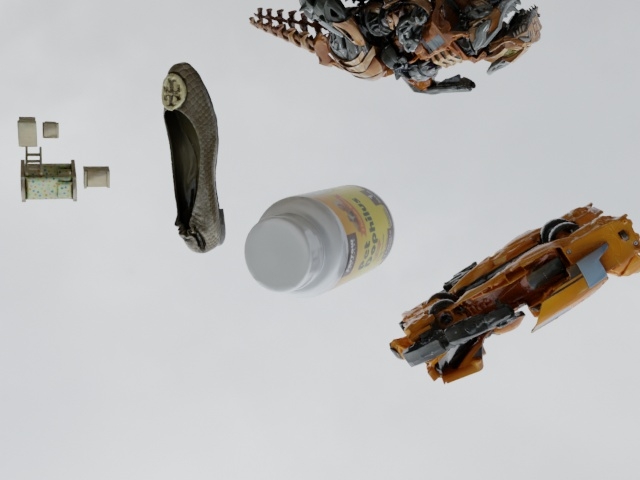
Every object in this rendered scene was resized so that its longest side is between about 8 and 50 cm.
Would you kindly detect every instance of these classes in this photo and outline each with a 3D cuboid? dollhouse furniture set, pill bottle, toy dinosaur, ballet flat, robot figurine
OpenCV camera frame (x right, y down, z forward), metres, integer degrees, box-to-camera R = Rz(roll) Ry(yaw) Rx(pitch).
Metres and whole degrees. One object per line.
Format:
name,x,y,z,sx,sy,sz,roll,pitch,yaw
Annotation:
dollhouse furniture set,-0.530,-0.170,1.650,0.181,0.161,0.101,-3,-150,-19
pill bottle,0.000,0.000,0.934,0.117,0.117,0.215,4,-169,26
toy dinosaur,0.048,-0.227,0.788,0.321,0.218,0.164,-10,-138,26
ballet flat,-0.171,-0.101,1.020,0.058,0.250,0.084,-20,-155,-37
robot figurine,0.212,0.063,0.895,0.291,0.085,0.211,-33,-176,8
